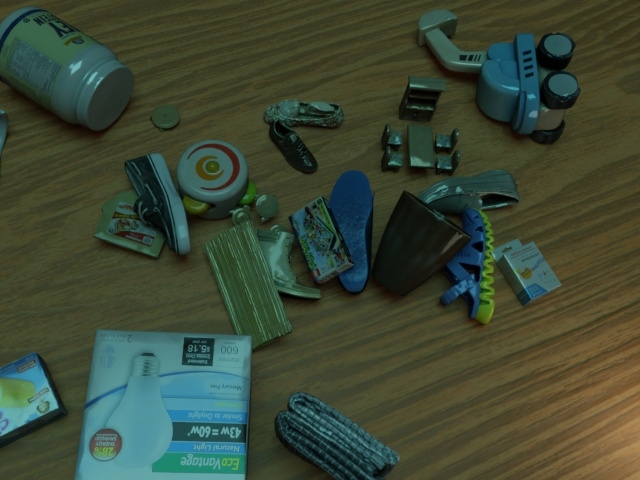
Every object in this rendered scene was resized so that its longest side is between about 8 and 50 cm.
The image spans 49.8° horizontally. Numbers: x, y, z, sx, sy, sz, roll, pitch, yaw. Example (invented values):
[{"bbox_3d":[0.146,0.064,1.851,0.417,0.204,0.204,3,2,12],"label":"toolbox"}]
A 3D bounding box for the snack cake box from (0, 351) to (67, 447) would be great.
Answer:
[{"bbox_3d":[-0.744,0.390,1.586,0.264,0.089,0.152,-26,71,-17],"label":"snack cake box"}]

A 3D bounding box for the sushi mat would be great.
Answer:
[{"bbox_3d":[-0.187,0.117,1.758,0.151,0.019,0.316,-27,75,20],"label":"sushi mat"}]

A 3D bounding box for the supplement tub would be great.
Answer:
[{"bbox_3d":[-0.707,-0.468,1.900,0.325,0.235,0.235,31,66,7],"label":"supplement tub"}]

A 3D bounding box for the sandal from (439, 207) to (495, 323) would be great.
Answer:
[{"bbox_3d":[0.391,0.062,1.849,0.138,0.126,0.317,3,71,2],"label":"sandal"}]

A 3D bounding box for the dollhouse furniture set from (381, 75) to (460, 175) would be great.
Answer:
[{"bbox_3d":[0.294,-0.327,1.998,0.212,0.161,0.242,3,65,-6],"label":"dollhouse furniture set"}]

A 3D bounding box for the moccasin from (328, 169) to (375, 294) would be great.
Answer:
[{"bbox_3d":[0.076,-0.019,1.863,0.138,0.117,0.342,3,70,8],"label":"moccasin"}]

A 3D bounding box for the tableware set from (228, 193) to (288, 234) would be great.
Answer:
[{"bbox_3d":[-0.163,-0.037,1.857,0.141,0.020,0.168,-20,97,-15],"label":"tableware set"}]

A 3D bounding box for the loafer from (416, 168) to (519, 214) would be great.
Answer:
[{"bbox_3d":[0.416,-0.119,1.947,0.319,0.112,0.111,-15,60,-14],"label":"loafer"}]

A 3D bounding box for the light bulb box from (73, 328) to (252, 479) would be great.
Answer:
[{"bbox_3d":[-0.338,0.410,1.553,0.358,0.225,0.361,2,65,-6],"label":"light bulb box"}]

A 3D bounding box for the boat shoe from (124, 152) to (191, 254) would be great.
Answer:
[{"bbox_3d":[-0.433,-0.088,1.817,0.119,0.121,0.335,-15,55,-21],"label":"boat shoe"}]

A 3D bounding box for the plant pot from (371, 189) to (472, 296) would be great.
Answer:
[{"bbox_3d":[0.240,0.023,1.804,0.215,0.215,0.230,37,101,10],"label":"plant pot"}]

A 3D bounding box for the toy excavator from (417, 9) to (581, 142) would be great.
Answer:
[{"bbox_3d":[0.524,-0.526,2.107,0.445,0.222,0.433,1,64,3],"label":"toy excavator"}]

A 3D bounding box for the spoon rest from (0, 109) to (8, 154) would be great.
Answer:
[{"bbox_3d":[-0.914,-0.221,1.859,0.137,0.084,0.276,19,78,3],"label":"spoon rest"}]

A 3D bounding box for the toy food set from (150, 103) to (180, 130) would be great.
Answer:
[{"bbox_3d":[-0.449,-0.358,1.999,0.082,0.020,0.083,-24,71,-16],"label":"toy food set"}]

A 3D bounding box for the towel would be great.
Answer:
[{"bbox_3d":[0.024,0.472,1.565,0.284,0.235,0.121,34,70,10],"label":"towel"}]

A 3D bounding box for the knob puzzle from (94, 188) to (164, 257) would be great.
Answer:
[{"bbox_3d":[-0.492,-0.055,1.849,0.213,0.030,0.213,10,57,-15],"label":"knob puzzle"}]

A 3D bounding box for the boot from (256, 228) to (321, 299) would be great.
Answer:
[{"bbox_3d":[-0.085,0.064,1.808,0.213,0.077,0.165,14,76,4],"label":"boot"}]

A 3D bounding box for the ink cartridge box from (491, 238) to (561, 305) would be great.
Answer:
[{"bbox_3d":[0.563,0.075,1.903,0.104,0.061,0.181,-23,70,-16],"label":"ink cartridge box"}]

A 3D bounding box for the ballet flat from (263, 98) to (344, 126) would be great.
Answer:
[{"bbox_3d":[-0.047,-0.383,2.029,0.241,0.077,0.091,-1,67,-7],"label":"ballet flat"}]

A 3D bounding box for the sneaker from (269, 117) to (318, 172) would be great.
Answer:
[{"bbox_3d":[-0.081,-0.272,1.977,0.188,0.071,0.066,44,68,13],"label":"sneaker"}]

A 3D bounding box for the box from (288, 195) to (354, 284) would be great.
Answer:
[{"bbox_3d":[0.000,0.000,1.795,0.114,0.036,0.207,-32,62,19],"label":"box"}]

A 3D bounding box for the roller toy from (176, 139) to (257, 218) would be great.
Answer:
[{"bbox_3d":[-0.292,-0.167,1.862,0.209,0.146,0.191,-22,70,-15],"label":"roller toy"}]
